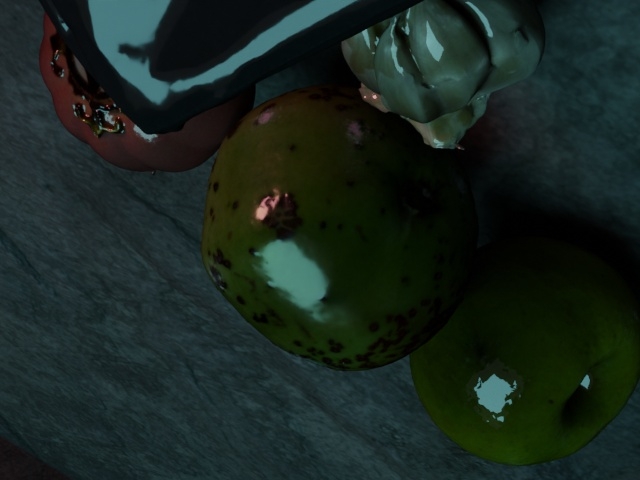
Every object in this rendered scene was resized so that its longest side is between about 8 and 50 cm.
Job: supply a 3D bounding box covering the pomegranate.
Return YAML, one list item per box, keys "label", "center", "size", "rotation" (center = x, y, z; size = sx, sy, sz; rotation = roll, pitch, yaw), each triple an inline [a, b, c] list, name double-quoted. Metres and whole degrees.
- label: "pomegranate"
  center: [0.000, 0.000, 0.867]
  size: [0.214, 0.214, 0.248]
  rotation: [38, 149, -13]

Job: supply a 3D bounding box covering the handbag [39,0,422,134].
- label: "handbag"
  center: [-0.019, -0.222, 0.574]
  size: [0.302, 0.178, 0.275]
  rotation: [-24, 106, 26]

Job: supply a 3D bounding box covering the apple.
- label: "apple"
  center: [0.166, 0.086, 0.925]
  size: [0.157, 0.196, 0.196]
  rotation: [29, 154, 41]

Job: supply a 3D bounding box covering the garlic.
- label: "garlic"
  center: [0.063, -0.156, 0.704]
  size: [0.131, 0.127, 0.194]
  rotation: [54, -179, 37]

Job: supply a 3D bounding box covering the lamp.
- label: "lamp"
  center: [-0.127, -0.142, 0.877]
  size: [0.182, 0.140, 0.182]
  rotation: [8, 106, 27]
